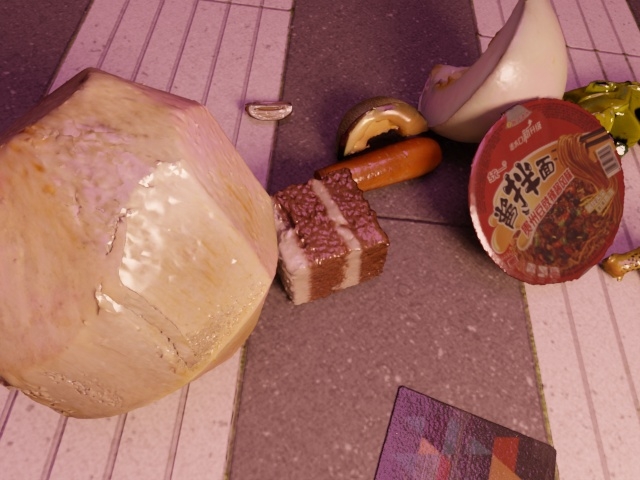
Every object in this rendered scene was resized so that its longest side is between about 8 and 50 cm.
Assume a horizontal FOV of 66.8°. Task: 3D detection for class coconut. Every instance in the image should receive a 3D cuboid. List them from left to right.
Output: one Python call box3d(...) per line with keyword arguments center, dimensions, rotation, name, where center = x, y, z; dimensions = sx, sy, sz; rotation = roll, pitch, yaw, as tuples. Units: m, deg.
box3d(center=(-0.210, 0.014, 0.538), dimensions=(0.352, 0.353, 0.353), rotation=(3, 59, -5), name="coconut")

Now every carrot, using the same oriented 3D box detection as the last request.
box3d(center=(0.100, -0.117, 0.781), dimensions=(0.225, 0.067, 0.067), rotation=(-20, 63, -16), name="carrot")

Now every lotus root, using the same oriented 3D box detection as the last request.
box3d(center=(-0.090, -0.226, 0.845), dimensions=(0.083, 0.030, 0.037), rotation=(-2, 28, -11), name="lotus root")

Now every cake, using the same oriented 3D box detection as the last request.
box3d(center=(0.000, 0.000, 0.665), dimensions=(0.147, 0.135, 0.135), rotation=(-24, 64, -10), name="cake")

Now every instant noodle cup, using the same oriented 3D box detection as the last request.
box3d(center=(0.320, -0.071, 0.735), dimensions=(0.273, 0.090, 0.274), rotation=(-1, 92, -15), name="instant noodle cup")

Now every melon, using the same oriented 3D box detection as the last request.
box3d(center=(0.086, -0.205, 0.808), dimensions=(0.160, 0.079, 0.128), rotation=(-21, 37, -4), name="melon")

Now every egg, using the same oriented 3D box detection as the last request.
box3d(center=(0.295, -0.244, 0.793), dimensions=(0.161, 0.271, 0.207), rotation=(25, 61, -15), name="egg")

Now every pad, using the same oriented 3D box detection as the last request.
box3d(center=(0.178, 0.280, 0.587), dimensions=(0.211, 0.003, 0.143), rotation=(20, 59, 5), name="pad")

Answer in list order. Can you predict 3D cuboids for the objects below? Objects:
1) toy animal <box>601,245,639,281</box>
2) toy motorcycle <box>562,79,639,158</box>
box3d(center=(0.538, 0.063, 0.733), dimensions=(0.136, 0.073, 0.181), rotation=(-34, 80, -15), name="toy animal")
box3d(center=(0.524, -0.211, 0.847), dimensions=(0.341, 0.142, 0.206), rotation=(-5, 61, -8), name="toy motorcycle")
